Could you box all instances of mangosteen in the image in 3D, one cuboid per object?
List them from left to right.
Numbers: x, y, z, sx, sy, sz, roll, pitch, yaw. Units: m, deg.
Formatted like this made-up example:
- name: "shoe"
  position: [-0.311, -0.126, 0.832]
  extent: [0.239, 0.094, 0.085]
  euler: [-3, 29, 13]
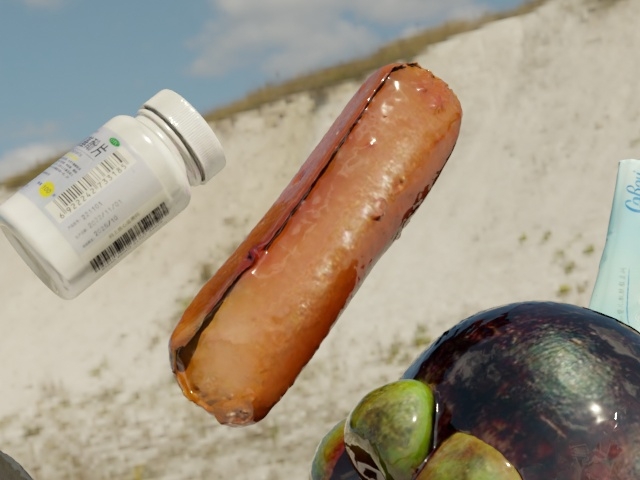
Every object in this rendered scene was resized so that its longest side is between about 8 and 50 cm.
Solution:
- name: "mangosteen"
  position: [0.148, 0.199, 0.959]
  extent: [0.300, 0.300, 0.300]
  euler: [-11, -7, -1]

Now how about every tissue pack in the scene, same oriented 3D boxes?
- name: "tissue pack"
  position: [0.418, 0.035, 1.604]
  extent: [0.177, 0.263, 0.089]
  euler: [10, -32, 17]

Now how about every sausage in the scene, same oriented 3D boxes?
- name: "sausage"
  position: [0.000, 0.000, 1.049]
  extent: [0.330, 0.102, 0.102]
  euler: [-53, 9, -19]

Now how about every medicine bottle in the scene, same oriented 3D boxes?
- name: "medicine bottle"
  position: [-0.180, -0.042, 1.175]
  extent: [0.186, 0.103, 0.103]
  euler: [-41, 2, -16]

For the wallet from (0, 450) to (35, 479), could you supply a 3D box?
- name: "wallet"
  position: [-0.206, 0.335, 0.953]
  extent: [0.247, 0.323, 0.041]
  euler: [-46, 12, -11]
